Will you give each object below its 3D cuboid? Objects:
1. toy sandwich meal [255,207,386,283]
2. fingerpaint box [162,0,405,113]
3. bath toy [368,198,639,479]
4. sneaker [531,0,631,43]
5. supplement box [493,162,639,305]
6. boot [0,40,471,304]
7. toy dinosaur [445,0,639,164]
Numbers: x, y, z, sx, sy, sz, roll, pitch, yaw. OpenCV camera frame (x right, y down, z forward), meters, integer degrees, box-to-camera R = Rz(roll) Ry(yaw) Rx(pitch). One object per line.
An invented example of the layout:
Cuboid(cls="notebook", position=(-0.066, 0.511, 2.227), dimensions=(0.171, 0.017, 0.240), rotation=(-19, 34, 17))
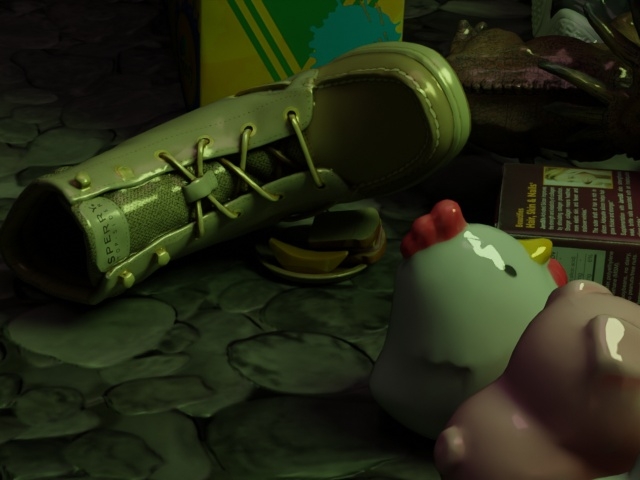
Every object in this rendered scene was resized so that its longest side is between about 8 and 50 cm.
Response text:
Cuboid(cls="toy sandwich meal", position=(0.000, 0.000, 1.002), dimensions=(0.086, 0.029, 0.085), rotation=(0, 26, 0))
Cuboid(cls="fingerpaint box", position=(-0.047, -0.322, 1.272), dimensions=(0.163, 0.371, 0.445), rotation=(-2, 27, -9))
Cuboid(cls="bath toy", position=(0.116, 0.084, 0.702), dimensions=(0.151, 0.129, 0.348), rotation=(-18, 28, -8))
Cuboid(cls="sneaker", position=(0.247, -0.210, 1.214), dimensions=(0.153, 0.268, 0.101), rotation=(3, -7, -12))
Cuboid(cls="supplement box", position=(0.194, 0.015, 0.915), dimensions=(0.188, 0.080, 0.104), rotation=(4, 26, 7))
Cuboid(cls="boot", position=(-0.057, -0.038, 0.943), dimensions=(0.262, 0.095, 0.203), rotation=(-8, 15, 47))
Cuboid(cls="toy dinosaur", position=(0.149, -0.097, 1.023), dimensions=(0.296, 0.127, 0.200), rotation=(-7, 9, 21))
